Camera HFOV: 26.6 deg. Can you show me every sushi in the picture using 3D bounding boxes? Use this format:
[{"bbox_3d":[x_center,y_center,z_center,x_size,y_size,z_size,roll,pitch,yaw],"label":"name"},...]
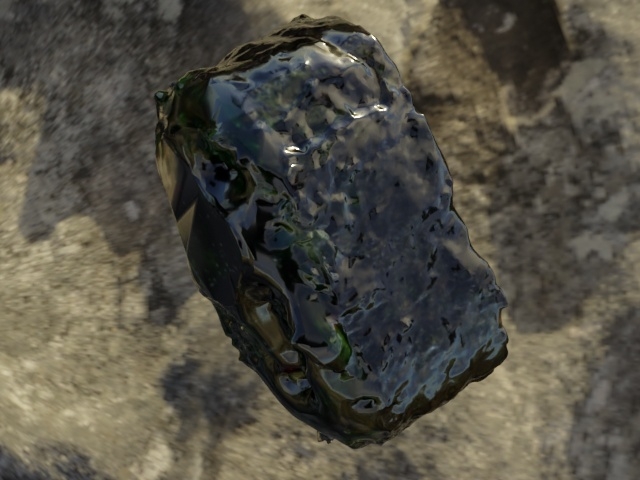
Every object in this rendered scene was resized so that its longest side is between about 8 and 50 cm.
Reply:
[{"bbox_3d":[0.000,0.000,0.709,0.127,0.124,0.225,-34,112,-24],"label":"sushi"}]

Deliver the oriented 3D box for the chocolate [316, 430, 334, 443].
[{"bbox_3d":[0.017,0.124,1.142,0.028,0.182,0.086,16,76,-2],"label":"chocolate"}]
